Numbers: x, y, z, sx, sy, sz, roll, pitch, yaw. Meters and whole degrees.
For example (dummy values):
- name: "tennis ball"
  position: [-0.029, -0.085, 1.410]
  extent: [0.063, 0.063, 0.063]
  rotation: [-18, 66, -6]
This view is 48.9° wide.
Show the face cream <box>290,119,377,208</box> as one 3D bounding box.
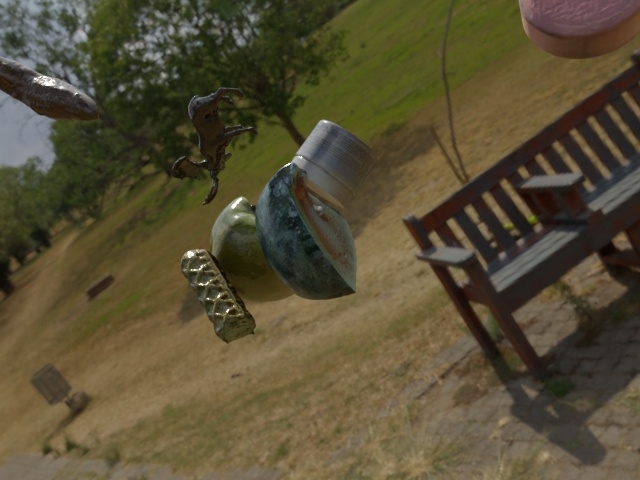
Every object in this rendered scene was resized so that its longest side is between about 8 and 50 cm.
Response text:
- name: "face cream"
  position: [0.031, -0.188, 1.724]
  extent: [0.153, 0.177, 0.177]
  rotation: [-55, 13, -4]

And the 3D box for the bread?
- name: "bread"
  position: [-0.248, 0.121, 1.657]
  extent: [0.098, 0.269, 0.087]
  rotation: [-16, -40, -28]

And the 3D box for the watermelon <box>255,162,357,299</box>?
- name: "watermelon"
  position: [0.000, 0.000, 1.495]
  extent: [0.213, 0.320, 0.289]
  rotation: [-23, 47, -33]

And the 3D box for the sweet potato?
- name: "sweet potato"
  position: [-0.617, -0.325, 1.574]
  extent: [0.092, 0.341, 0.114]
  rotation: [-67, -12, 3]

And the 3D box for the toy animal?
- name: "toy animal"
  position: [-0.227, -0.200, 1.465]
  extent: [0.186, 0.214, 0.093]
  rotation: [-37, 36, -25]

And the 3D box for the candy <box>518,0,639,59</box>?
- name: "candy"
  position: [0.504, -0.471, 1.348]
  extent: [0.255, 0.255, 0.094]
  rotation: [-34, -32, 6]

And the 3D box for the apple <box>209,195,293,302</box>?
- name: "apple"
  position: [-0.147, 0.014, 1.830]
  extent: [0.291, 0.254, 0.292]
  rotation: [-3, 42, 2]
